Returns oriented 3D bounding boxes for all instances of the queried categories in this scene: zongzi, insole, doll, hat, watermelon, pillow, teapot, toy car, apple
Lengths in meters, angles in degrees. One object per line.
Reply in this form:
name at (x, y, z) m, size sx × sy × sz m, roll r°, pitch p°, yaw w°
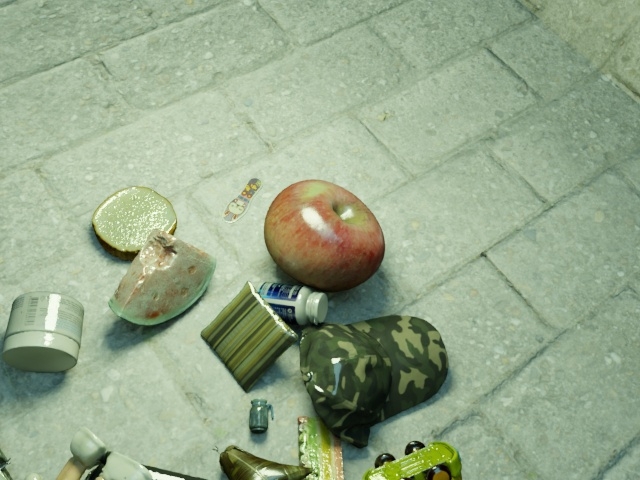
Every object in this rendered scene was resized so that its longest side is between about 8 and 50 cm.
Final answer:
zongzi at (-0.136, 0.533, 1.588) m, size 0.184 × 0.084 × 0.187 m, roll -27°, pitch 45°, yaw -20°
insole at (-0.238, -0.125, 2.042) m, size 0.065 × 0.004 × 0.197 m, roll 29°, pitch 59°, yaw 8°
doll at (-0.548, 0.597, 1.374) m, size 0.348 × 0.161 × 0.423 m, roll -6°, pitch 44°, yaw 18°
hat at (0.148, 0.314, 1.741) m, size 0.381 × 0.257 × 0.366 m, roll -25°, pitch 67°, yaw -1°
watermelon at (-0.441, 0.085, 1.769) m, size 0.148 × 0.226 × 0.318 m, roll 24°, pitch 42°, yaw 36°
pillow at (-0.191, 0.251, 1.750) m, size 0.208 × 0.052 × 0.212 m, roll -47°, pitch 73°, yaw 12°
teapot at (-0.149, 0.447, 1.688) m, size 0.063 × 0.049 × 0.083 m, roll 4°, pitch 59°, yaw -7°
toy car at (0.230, 0.593, 1.599) m, size 0.247 × 0.200 × 0.142 m, roll -19°, pitch 95°, yaw -6°
apple at (0.000, 0.000, 1.840) m, size 0.344 × 0.269 × 0.345 m, roll 26°, pitch 36°, yaw -20°

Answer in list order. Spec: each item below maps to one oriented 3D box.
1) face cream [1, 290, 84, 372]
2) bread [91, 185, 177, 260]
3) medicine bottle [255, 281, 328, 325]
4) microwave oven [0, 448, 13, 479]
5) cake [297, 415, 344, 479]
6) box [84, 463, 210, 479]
face cream at (-0.687, 0.228, 1.651) m, size 0.177 × 0.177 × 0.153 m, roll 1°, pitch 57°, yaw -9°
bread at (-0.531, -0.050, 1.908) m, size 0.236 × 0.070 × 0.236 m, roll 4°, pitch 60°, yaw -7°
medicine bottle at (-0.082, 0.172, 1.795) m, size 0.191 × 0.107 × 0.107 m, roll 5°, pitch 55°, yaw 21°
microwave oven at (-0.809, 0.510, 1.480) m, size 0.194 × 0.145 × 0.240 m, roll -35°, pitch 71°, yaw -29°
cake at (-0.002, 0.548, 1.661) m, size 0.109 × 0.090 × 0.225 m, roll 2°, pitch 40°, yaw -6°
box at (-0.393, 0.689, 1.477) m, size 0.359 × 0.091 × 0.350 m, roll 13°, pitch 58°, yaw -4°
